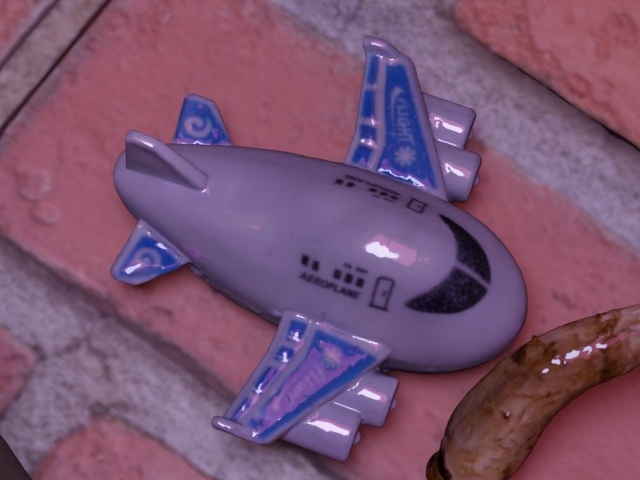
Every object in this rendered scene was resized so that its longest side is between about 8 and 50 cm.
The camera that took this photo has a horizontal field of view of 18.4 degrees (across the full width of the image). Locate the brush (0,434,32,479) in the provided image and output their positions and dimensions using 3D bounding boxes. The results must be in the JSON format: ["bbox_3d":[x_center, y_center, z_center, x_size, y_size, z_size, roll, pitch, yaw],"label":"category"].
[{"bbox_3d":[-0.154,0.183,1.126,0.027,0.190,0.034,0,42,37],"label":"brush"}]

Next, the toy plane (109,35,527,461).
[{"bbox_3d":[0.000,0.002,1.200,0.267,0.122,0.267,2,75,-6],"label":"toy plane"}]

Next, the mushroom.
[{"bbox_3d":[0.227,0.059,1.132,0.301,0.233,0.208,-37,56,-18],"label":"mushroom"}]
